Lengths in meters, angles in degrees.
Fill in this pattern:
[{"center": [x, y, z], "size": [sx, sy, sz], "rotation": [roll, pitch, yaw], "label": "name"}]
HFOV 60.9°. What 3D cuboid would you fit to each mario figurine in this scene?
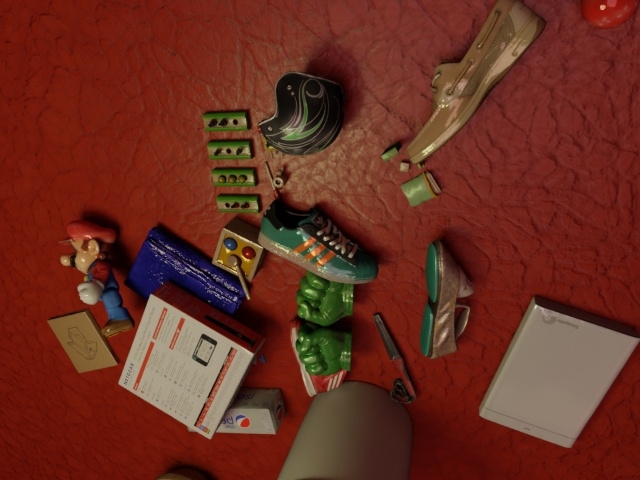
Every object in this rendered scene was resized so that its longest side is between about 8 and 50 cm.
[{"center": [-0.606, 0.102, 1.428], "size": [0.198, 0.170, 0.321], "rotation": [-25, 84, 35], "label": "mario figurine"}]

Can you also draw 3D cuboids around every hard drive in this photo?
[{"center": [0.547, 0.317, 1.280], "size": [0.232, 0.047, 0.353], "rotation": [18, 118, 8], "label": "hard drive"}]

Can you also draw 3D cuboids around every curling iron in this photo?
[{"center": [0.183, 0.308, 1.392], "size": [0.068, 0.035, 0.274], "rotation": [-12, 111, 22], "label": "curling iron"}]

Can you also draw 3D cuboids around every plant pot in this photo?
[{"center": [-0.440, 0.836, 1.795], "size": [0.237, 0.110, 0.238], "rotation": [7, 116, 14], "label": "plant pot"}]

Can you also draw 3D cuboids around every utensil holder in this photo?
[{"center": [0.064, 0.596, 1.368], "size": [0.327, 0.385, 0.328], "rotation": [7, 116, 14], "label": "utensil holder"}]

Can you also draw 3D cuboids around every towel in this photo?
[{"center": [-0.365, 0.128, 1.451], "size": [0.308, 0.076, 0.228], "rotation": [34, 119, -1], "label": "towel"}]

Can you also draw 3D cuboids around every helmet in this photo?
[{"center": [-0.038, -0.254, 1.118], "size": [0.169, 0.169, 0.162], "rotation": [14, 101, 10], "label": "helmet"}]

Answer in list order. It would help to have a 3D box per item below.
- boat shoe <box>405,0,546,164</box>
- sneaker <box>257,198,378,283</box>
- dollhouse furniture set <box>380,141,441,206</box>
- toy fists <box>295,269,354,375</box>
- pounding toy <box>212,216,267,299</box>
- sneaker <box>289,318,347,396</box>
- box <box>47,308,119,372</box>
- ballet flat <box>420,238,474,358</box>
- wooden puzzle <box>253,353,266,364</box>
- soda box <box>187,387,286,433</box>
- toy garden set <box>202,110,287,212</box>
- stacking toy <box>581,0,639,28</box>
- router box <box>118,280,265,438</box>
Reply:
[{"center": [0.266, -0.297, 1.036], "size": [0.110, 0.121, 0.341], "rotation": [40, 109, 1], "label": "boat shoe"}, {"center": [0.000, 0.000, 1.259], "size": [0.302, 0.108, 0.121], "rotation": [21, 123, 8], "label": "sneaker"}, {"center": [0.191, -0.137, 1.163], "size": [0.076, 0.058, 0.152], "rotation": [-27, 104, 27], "label": "dollhouse furniture set"}, {"center": [0.008, 0.201, 1.327], "size": [0.142, 0.096, 0.279], "rotation": [2, 105, 4], "label": "toy fists"}, {"center": [-0.193, 0.044, 1.343], "size": [0.130, 0.100, 0.141], "rotation": [26, 119, 4], "label": "pounding toy"}, {"center": [0.000, 0.296, 1.435], "size": [0.128, 0.087, 0.221], "rotation": [-15, 108, 3], "label": "sneaker"}, {"center": [-0.733, 0.312, 1.683], "size": [0.164, 0.021, 0.201], "rotation": [-15, 109, 23], "label": "box"}, {"center": [0.292, 0.133, 1.252], "size": [0.106, 0.108, 0.316], "rotation": [-3, 121, -4], "label": "ballet flat"}, {"center": [-0.213, 0.316, 1.530], "size": [0.116, 0.014, 0.079], "rotation": [2, 115, 16], "label": "wooden puzzle"}, {"center": [-0.250, 0.491, 1.577], "size": [0.286, 0.098, 0.091], "rotation": [-6, 111, 19], "label": "soda box"}, {"center": [-0.166, -0.172, 1.260], "size": [0.203, 0.049, 0.244], "rotation": [2, 115, 16], "label": "toy garden set"}, {"center": [0.419, -0.499, 0.891], "size": [0.141, 0.141, 0.330], "rotation": [-27, 111, 26], "label": "stacking toy"}, {"center": [-0.346, 0.319, 1.436], "size": [0.301, 0.082, 0.336], "rotation": [30, 117, 4], "label": "router box"}]
